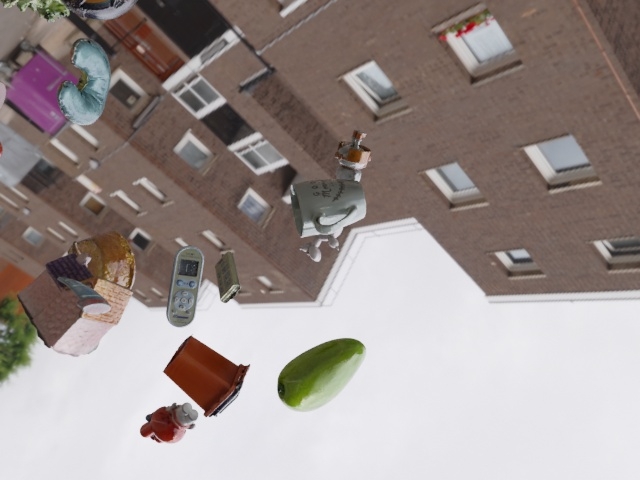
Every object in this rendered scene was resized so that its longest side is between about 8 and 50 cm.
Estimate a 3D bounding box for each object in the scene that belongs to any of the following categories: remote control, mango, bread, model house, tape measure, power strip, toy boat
[{"bbox_3d":[-0.401,0.135,1.628,0.047,0.087,0.244,-167,-94,-72],"label":"remote control"},{"bbox_3d":[0.013,0.432,1.806,0.343,0.192,0.156,-26,-149,-23],"label":"mango"},{"bbox_3d":[-0.855,0.112,2.150,0.312,0.172,0.312,2,-86,37],"label":"bread"},{"bbox_3d":[-0.713,0.177,1.643,0.237,0.202,0.237,-44,-116,-1],"label":"model house"},{"bbox_3d":[-0.485,-0.593,1.188,0.135,0.202,0.223,-139,-115,-77],"label":"tape measure"},{"bbox_3d":[-0.348,0.124,2.045,0.092,0.034,0.268,-47,-148,15],"label":"power strip"},{"bbox_3d":[-0.522,0.112,1.215,0.122,0.096,0.034,40,-83,23],"label":"toy boat"}]

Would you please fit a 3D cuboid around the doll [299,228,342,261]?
[{"bbox_3d":[0.000,0.000,2.087,0.161,0.059,0.160,5,-104,23],"label":"doll"}]

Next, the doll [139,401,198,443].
[{"bbox_3d":[-0.615,0.744,2.228,0.290,0.161,0.130,-34,-169,27],"label":"doll"}]

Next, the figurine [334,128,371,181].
[{"bbox_3d":[0.112,-0.296,2.147,0.271,0.143,0.143,-61,-155,12],"label":"figurine"}]

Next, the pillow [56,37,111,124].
[{"bbox_3d":[-0.643,-0.433,1.507,0.214,0.086,0.233,109,-4,-82],"label":"pillow"}]

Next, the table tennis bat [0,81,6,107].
[{"bbox_3d":[-1.106,-0.450,1.788,0.138,0.022,0.246,-62,-175,24],"label":"table tennis bat"}]

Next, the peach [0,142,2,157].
[{"bbox_3d":[-0.881,-0.234,1.465,0.098,0.061,0.098,-34,-130,51],"label":"peach"}]

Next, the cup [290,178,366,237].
[{"bbox_3d":[0.036,-0.102,1.856,0.234,0.186,0.258,-10,-147,-9],"label":"cup"}]

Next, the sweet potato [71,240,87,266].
[{"bbox_3d":[-0.826,0.131,1.834,0.059,0.067,0.281,-109,-137,-73],"label":"sweet potato"}]

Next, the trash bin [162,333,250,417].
[{"bbox_3d":[-0.365,0.424,1.777,0.184,0.238,0.161,-44,-170,19],"label":"trash bin"}]

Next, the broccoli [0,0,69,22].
[{"bbox_3d":[-0.910,-0.894,1.797,0.272,0.334,0.324,12,-75,42],"label":"broccoli"}]
